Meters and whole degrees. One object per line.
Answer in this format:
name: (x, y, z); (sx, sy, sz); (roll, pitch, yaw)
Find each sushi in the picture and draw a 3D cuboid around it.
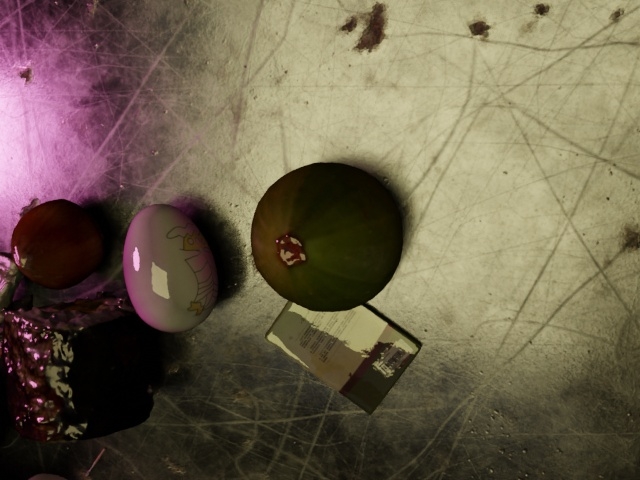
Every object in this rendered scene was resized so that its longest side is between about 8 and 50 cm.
sushi: (-0.520, 0.273, 1.580); (0.299, 0.281, 0.294); (4, 96, 21)

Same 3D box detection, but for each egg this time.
egg: (-0.314, 0.058, 1.530); (0.196, 0.196, 0.271); (-1, 90, 15)

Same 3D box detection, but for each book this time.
book: (0.044, 0.216, 1.550); (0.289, 0.026, 0.201); (36, 107, 6)

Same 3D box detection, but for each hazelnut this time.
hazelnut: (-0.583, 0.013, 1.584); (0.208, 0.208, 0.208); (3, 102, 14)

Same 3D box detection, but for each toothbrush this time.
toothbrush: (-0.552, 0.544, 1.785); (0.006, 0.008, 0.097); (33, 107, -8)

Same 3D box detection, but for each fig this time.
fig: (0.000, 0.000, 1.368); (0.316, 0.316, 0.316); (3, 102, 14)

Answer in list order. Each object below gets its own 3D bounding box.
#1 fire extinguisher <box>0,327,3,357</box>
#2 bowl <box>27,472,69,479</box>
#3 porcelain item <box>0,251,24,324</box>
fire extinguisher: (-0.754, 0.263, 1.739); (0.252, 0.075, 0.106); (4, 72, 13)
bowl: (-0.690, 0.699, 1.801); (0.211, 0.112, 0.211); (4, 104, 15)
porcelain item: (-0.752, 0.136, 1.700); (0.081, 0.069, 0.215); (21, 93, 15)
